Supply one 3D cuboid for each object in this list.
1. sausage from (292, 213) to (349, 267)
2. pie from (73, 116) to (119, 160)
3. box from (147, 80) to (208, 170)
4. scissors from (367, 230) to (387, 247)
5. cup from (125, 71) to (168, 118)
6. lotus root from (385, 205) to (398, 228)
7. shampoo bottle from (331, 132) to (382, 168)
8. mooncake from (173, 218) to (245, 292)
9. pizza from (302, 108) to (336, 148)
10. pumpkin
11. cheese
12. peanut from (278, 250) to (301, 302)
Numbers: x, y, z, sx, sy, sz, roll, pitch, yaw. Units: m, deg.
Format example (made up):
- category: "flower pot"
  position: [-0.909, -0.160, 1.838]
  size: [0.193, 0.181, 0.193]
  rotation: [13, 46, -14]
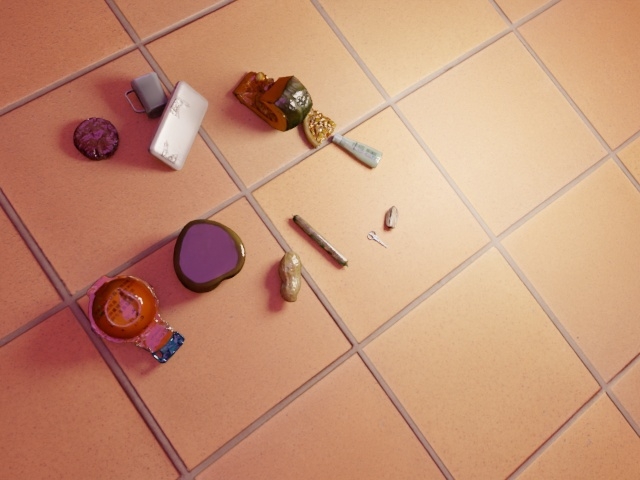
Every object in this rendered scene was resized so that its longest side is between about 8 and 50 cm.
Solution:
- category: "sausage"
  position: [0.000, 0.000, 1.923]
  size: [0.269, 0.033, 0.033]
  rotation: [43, 73, 1]
- category: "pie"
  position: [-0.755, -0.342, 1.862]
  size: [0.154, 0.036, 0.154]
  rotation: [2, 76, -10]
- category: "box"
  position: [-0.481, -0.391, 1.886]
  size: [0.142, 0.044, 0.285]
  rotation: [35, 67, -45]
- category: "scissors"
  position: [0.206, -0.001, 1.976]
  size: [0.083, 0.006, 0.036]
  rotation: [40, 75, 1]
- category: "cup"
  position: [-0.595, -0.492, 1.898]
  size: [0.128, 0.095, 0.129]
  rotation: [-26, 84, -15]
- category: "lotus root"
  position: [0.257, -0.082, 1.993]
  size: [0.037, 0.030, 0.083]
  rotation: [22, 74, -36]
- category: "shampoo bottle"
  position: [0.131, -0.335, 2.024]
  size: [0.190, 0.041, 0.069]
  rotation: [27, 79, -3]
- category: "mooncake"
  position: [-0.372, 0.044, 1.799]
  size: [0.234, 0.117, 0.235]
  rotation: [3, 74, -10]
- category: "pizza"
  position: [-0.003, -0.417, 2.019]
  size: [0.131, 0.041, 0.178]
  rotation: [4, 76, -11]
- category: "pumpkin"
  position: [-0.169, -0.510, 1.933]
  size: [0.280, 0.190, 0.139]
  rotation: [37, 74, 0]
- category: "cheese"
  position: [-0.573, 0.242, 1.712]
  size: [0.329, 0.129, 0.217]
  rotation: [43, 69, -11]
- category: "peanut"
  position: [-0.104, 0.120, 1.852]
  size: [0.080, 0.080, 0.174]
  rotation: [2, 76, -10]
